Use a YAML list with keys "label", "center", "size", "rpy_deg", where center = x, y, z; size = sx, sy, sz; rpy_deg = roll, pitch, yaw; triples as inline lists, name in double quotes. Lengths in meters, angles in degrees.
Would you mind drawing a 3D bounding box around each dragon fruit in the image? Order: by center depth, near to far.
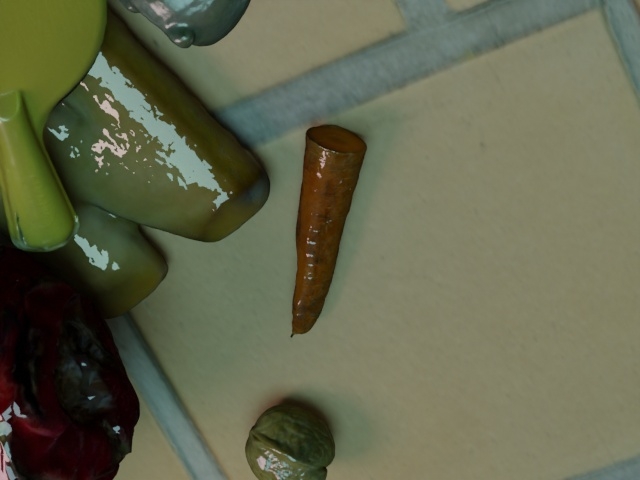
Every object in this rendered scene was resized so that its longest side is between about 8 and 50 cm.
- label: "dragon fruit"
  center: [-0.328, 0.152, 1.733]
  size: [0.329, 0.329, 0.329]
  rpy_deg: [2, 118, 4]

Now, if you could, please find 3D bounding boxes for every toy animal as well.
- label: "toy animal"
  center: [-0.066, -0.281, 1.601]
  size: [0.127, 0.125, 0.251]
  rpy_deg: [41, 99, 13]

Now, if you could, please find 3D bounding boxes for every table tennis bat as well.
- label: "table tennis bat"
  center: [-0.274, -0.138, 1.615]
  size: [0.224, 0.054, 0.369]
  rpy_deg: [-20, 130, -8]

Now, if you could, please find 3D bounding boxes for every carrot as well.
- label: "carrot"
  center: [0.000, 0.000, 1.778]
  size: [0.057, 0.057, 0.224]
  rpy_deg: [9, 121, 0]

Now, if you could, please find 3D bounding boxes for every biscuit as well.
- label: "biscuit"
  center: [-0.215, -0.078, 1.748]
  size: [0.237, 0.062, 0.291]
  rpy_deg: [-35, 108, 22]

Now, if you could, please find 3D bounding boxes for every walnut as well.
- label: "walnut"
  center: [-0.030, 0.205, 1.870]
  size: [0.092, 0.092, 0.092]
  rpy_deg: [2, 118, 4]
